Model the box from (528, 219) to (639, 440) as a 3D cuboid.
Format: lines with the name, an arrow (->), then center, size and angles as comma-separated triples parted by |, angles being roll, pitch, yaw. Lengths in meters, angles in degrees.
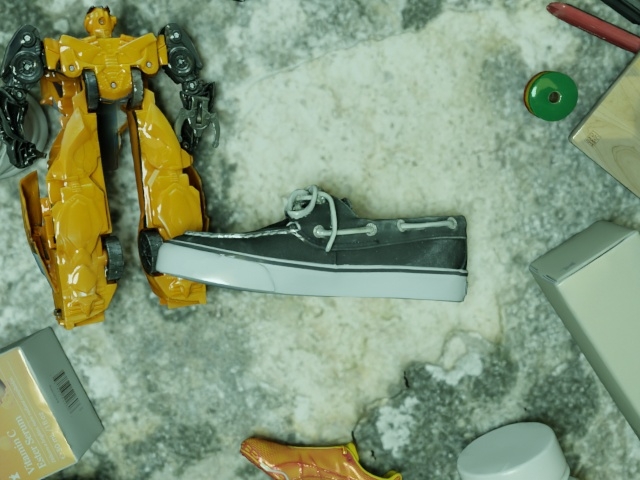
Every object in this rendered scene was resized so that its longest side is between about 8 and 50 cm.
box -> 0.324, 0.120, 0.790 | 0.094, 0.113, 0.275 | -33, 97, 4

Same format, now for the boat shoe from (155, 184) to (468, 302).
boat shoe -> 0.001, 0.000, 0.764 | 0.306, 0.113, 0.105 | 4, 89, -12

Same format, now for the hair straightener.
hair straightener -> 0.340, -0.214, 0.778 | 0.230, 0.047, 0.089 | 24, 97, -2

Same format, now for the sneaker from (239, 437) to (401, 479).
sneaker -> 0.000, 0.237, 0.843 | 0.175, 0.064, 0.067 | 21, 77, -7

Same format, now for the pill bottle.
pill bottle -> 0.226, 0.308, 0.804 | 0.131, 0.131, 0.229 | -23, 96, 4

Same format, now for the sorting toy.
sorting toy -> 0.334, -0.108, 0.783 | 0.274, 0.046, 0.132 | 36, 101, -11

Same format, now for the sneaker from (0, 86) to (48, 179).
sneaker -> -0.416, -0.059, 0.760 | 0.305, 0.152, 0.114 | -30, 98, 6

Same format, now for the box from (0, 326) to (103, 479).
box -> -0.335, 0.188, 0.819 | 0.170, 0.091, 0.130 | -26, 96, 4

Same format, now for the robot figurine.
robot figurine -> -0.199, -0.072, 0.766 | 0.211, 0.085, 0.291 | -9, 97, -29
